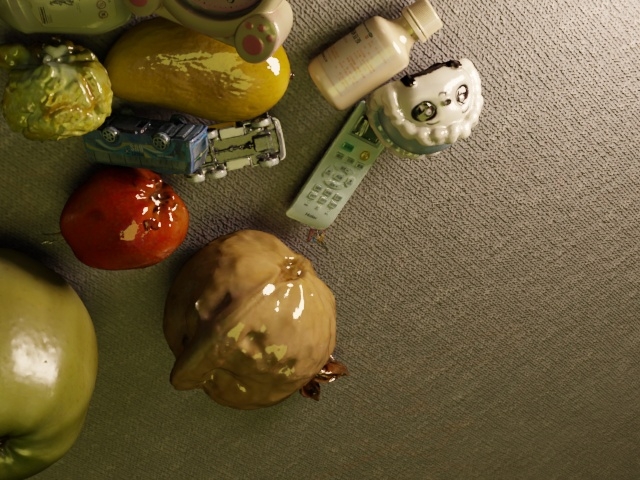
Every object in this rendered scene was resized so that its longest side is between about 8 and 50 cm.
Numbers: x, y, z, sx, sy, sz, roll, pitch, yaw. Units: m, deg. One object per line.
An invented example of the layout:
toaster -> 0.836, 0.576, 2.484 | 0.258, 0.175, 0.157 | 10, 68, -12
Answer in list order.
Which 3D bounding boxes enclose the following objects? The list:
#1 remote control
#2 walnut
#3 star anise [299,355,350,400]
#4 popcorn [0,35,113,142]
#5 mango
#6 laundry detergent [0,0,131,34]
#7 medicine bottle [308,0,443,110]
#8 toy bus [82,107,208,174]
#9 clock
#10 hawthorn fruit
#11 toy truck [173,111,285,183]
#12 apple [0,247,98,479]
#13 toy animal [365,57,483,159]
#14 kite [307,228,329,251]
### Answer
remote control -> 0.040, -0.151, 1.930 | 0.103, 0.051, 0.293 | 23, 115, -30
walnut -> -0.149, 0.175, 1.957 | 0.383, 0.383, 0.383 | -8, 129, -9
star anise -> -0.058, 0.304, 2.243 | 0.214, 0.099, 0.220 | -26, 136, 24
popcorn -> -0.457, -0.260, 1.590 | 0.198, 0.212, 0.198 | -36, 172, -6
mango -> -0.212, -0.313, 1.673 | 0.332, 0.142, 0.195 | 9, 119, -16
laundry detergent -> -0.446, -0.422, 1.554 | 0.253, 0.091, 0.181 | -8, 131, -9
medicine bottle -> 0.105, -0.350, 1.745 | 0.252, 0.114, 0.114 | -33, 129, 12
toy bus -> -0.317, -0.179, 1.724 | 0.236, 0.079, 0.094 | 9, 131, 20
clock -> -0.153, -0.459, 1.474 | 0.284, 0.114, 0.309 | 24, 128, 2
hawthorn fruit -> -0.406, -0.033, 1.814 | 0.299, 0.211, 0.211 | -19, 131, 17
toy truck -> -0.187, -0.182, 1.805 | 0.227, 0.114, 0.098 | -12, 109, -6
apple -> -0.652, 0.254, 1.835 | 0.473, 0.473, 0.473 | -8, 129, -9
toy animal -> 0.207, -0.243, 1.798 | 0.208, 0.204, 0.156 | -22, 91, -15
kite -> -0.006, 0.002, 2.070 | 0.044, 0.002, 0.078 | -14, 130, -4
